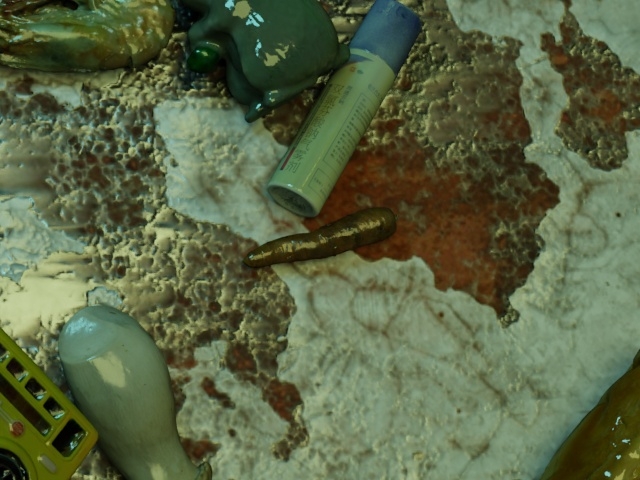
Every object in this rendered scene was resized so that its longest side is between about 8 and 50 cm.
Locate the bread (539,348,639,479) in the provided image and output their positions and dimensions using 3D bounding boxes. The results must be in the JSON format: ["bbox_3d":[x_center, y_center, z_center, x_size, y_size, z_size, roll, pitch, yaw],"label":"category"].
[{"bbox_3d":[0.303,0.242,1.909,0.167,0.132,0.294,39,68,-6],"label":"bread"}]

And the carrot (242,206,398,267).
[{"bbox_3d":[0.001,0.001,1.927,0.165,0.035,0.035,-18,83,-18],"label":"carrot"}]

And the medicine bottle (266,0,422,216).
[{"bbox_3d":[0.025,-0.132,1.952,0.059,0.059,0.231,32,69,-8],"label":"medicine bottle"}]

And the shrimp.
[{"bbox_3d":[-0.246,-0.215,1.895,0.217,0.051,0.115,-5,72,-17],"label":"shrimp"}]

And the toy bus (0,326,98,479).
[{"bbox_3d":[-0.352,0.104,1.698,0.331,0.145,0.151,50,62,-20],"label":"toy bus"}]

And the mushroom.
[{"bbox_3d":[-0.170,0.157,1.800,0.088,0.097,0.212,-20,94,6],"label":"mushroom"}]

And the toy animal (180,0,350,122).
[{"bbox_3d":[-0.089,-0.243,1.915,0.127,0.125,0.251,-31,89,-49],"label":"toy animal"}]
